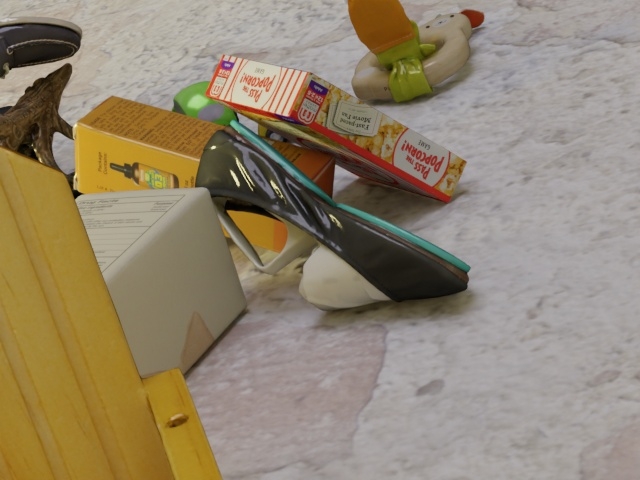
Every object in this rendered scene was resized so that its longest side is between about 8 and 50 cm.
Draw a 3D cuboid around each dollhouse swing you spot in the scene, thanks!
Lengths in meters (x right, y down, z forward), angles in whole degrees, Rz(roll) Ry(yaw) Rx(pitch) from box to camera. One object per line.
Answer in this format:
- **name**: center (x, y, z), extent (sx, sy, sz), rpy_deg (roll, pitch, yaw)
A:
- **dollhouse swing**: center (-0.244, 0.149, 1.203), extent (0.346, 0.305, 0.315), rpy_deg (-20, 23, -6)

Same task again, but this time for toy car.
- **toy car**: center (-0.109, -0.125, 2.021), extent (0.239, 0.053, 0.225), rpy_deg (-24, 24, -14)

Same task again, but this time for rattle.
- **rattle**: center (0.096, -0.240, 2.029), extent (0.130, 0.143, 0.200), rpy_deg (-20, 21, 48)

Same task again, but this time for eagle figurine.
- **eagle figurine**: center (-0.355, -0.074, 1.982), extent (0.226, 0.225, 0.298), rpy_deg (13, -32, -32)

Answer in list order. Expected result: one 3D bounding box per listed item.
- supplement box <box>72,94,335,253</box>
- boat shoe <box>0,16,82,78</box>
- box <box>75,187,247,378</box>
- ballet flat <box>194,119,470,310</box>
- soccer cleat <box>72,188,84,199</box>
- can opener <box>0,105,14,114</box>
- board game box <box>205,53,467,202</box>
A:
- **supplement box**: center (-0.107, -0.061, 1.754), extent (0.233, 0.078, 0.080), rpy_deg (16, 35, 17)
- **boat shoe**: center (-0.330, -0.170, 1.883), extent (0.206, 0.065, 0.075), rpy_deg (-8, -21, -12)
- **box**: center (-0.202, 0.082, 1.545), extent (0.148, 0.121, 0.311), rpy_deg (-2, 28, 33)
- **ballet flat**: center (0.000, 0.000, 1.601), extent (0.280, 0.095, 0.096), rpy_deg (33, 90, 35)
- **soccer cleat**: center (-0.163, -0.024, 1.813), extent (0.178, 0.072, 0.060), rpy_deg (-4, 27, 29)
- **can opener**: center (-0.441, -0.125, 2.261), extent (0.186, 0.073, 0.059), rpy_deg (-15, 14, -15)
- **board game box**: center (0.014, -0.101, 1.728), extent (0.146, 0.193, 0.045), rpy_deg (19, 84, 56)
